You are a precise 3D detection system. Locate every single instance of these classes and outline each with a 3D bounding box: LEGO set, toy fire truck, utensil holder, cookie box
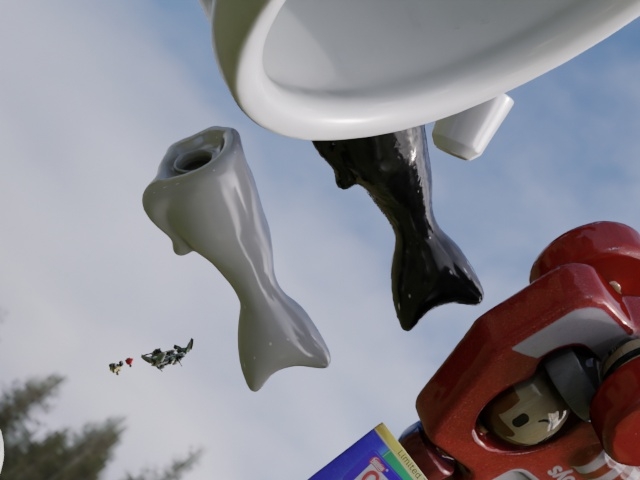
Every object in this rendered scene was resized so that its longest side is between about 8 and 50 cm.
[{"bbox_3d":[-0.157,0.115,1.306,0.054,0.083,0.023,-15,87,-85],"label":"LEGO set"},{"bbox_3d":[0.199,0.143,1.098,0.302,0.254,0.169,38,23,-43],"label":"toy fire truck"},{"bbox_3d":[0.023,-0.298,0.752,0.385,0.327,0.327,63,-19,16],"label":"utensil holder"},{"bbox_3d":[0.022,0.179,0.843,0.092,0.107,0.040,52,-14,7],"label":"cookie box"}]

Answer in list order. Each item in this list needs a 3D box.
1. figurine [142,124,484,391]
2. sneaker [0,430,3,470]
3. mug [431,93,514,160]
[{"bbox_3d":[0.000,0.000,1.053,0.092,0.215,0.209,-109,175,-65],"label":"figurine"},{"bbox_3d":[-0.269,0.135,0.776,0.292,0.110,0.118,-11,-44,36],"label":"sneaker"},{"bbox_3d":[0.132,-0.102,1.217,0.078,0.064,0.062,25,-1,-44],"label":"mug"}]
